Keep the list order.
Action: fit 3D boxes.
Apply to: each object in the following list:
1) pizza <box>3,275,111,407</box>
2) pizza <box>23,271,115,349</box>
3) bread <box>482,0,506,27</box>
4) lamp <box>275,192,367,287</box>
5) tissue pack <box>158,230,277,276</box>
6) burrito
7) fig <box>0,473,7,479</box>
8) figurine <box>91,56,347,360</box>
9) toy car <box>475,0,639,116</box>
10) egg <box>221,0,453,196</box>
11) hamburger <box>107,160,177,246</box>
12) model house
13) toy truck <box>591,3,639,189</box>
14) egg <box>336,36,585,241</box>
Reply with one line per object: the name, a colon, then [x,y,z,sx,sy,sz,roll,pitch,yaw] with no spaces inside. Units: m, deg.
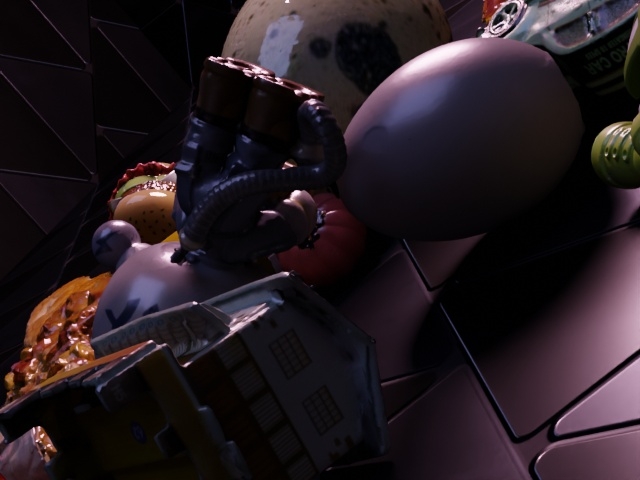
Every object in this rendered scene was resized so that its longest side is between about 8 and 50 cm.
pizza: [-0.337,0.163,1.794,0.277,0.114,0.409,-47,17,-5]
pizza: [-0.409,0.128,2.135,0.182,0.074,0.365,-49,16,-24]
bread: [0.270,-0.296,1.666,0.139,0.077,0.271,-39,17,19]
lamp: [0.000,0.000,1.428,0.107,0.092,0.107,-18,57,30]
tissue pack: [-0.146,0.075,1.492,0.192,0.134,0.271,-39,14,1]
burrito: [-0.376,0.267,1.573,0.299,0.105,0.143,-28,28,37]
fig: [-0.430,0.332,1.377,0.249,0.186,0.203,-34,32,52]
figurine: [-0.105,0.020,1.245,0.186,0.261,0.381,0,-67,-55]
toy car: [0.277,-0.191,1.228,0.306,0.136,0.125,-28,37,42]
egg: [0.019,-0.202,1.597,0.288,0.287,0.379,-32,22,30]
hamburger: [-0.259,-0.030,2.077,0.175,0.175,0.137,-36,26,16]
model house: [-0.093,0.146,1.010,0.215,0.198,0.224,-36,7,-39]
toy truck: [0.285,-0.107,0.950,0.210,0.148,0.187,-58,13,16]
egg: [0.124,-0.088,1.193,0.232,0.176,0.176,-30,16,12]
